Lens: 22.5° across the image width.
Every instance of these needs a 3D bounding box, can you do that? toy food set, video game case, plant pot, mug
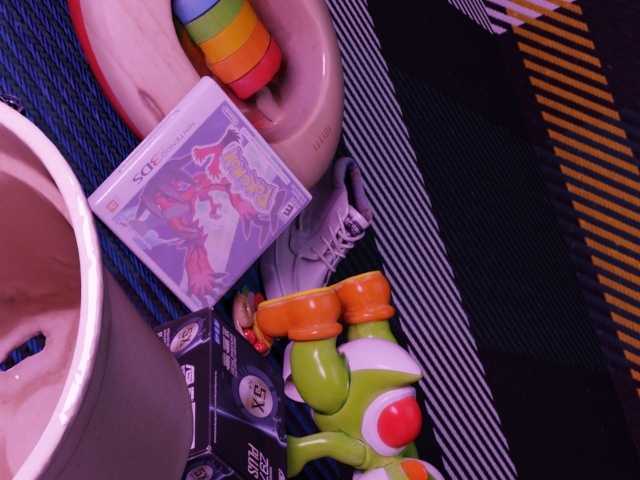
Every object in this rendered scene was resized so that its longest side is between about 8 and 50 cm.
[{"bbox_3d":[-0.076,0.093,1.853,0.083,0.020,0.082,64,21,-8],"label":"toy food set"},{"bbox_3d":[-0.123,-0.042,1.689,0.023,0.183,0.201,33,-13,50],"label":"video game case"},{"bbox_3d":[-0.240,0.105,1.099,0.305,0.334,0.333,49,26,-62],"label":"plant pot"},{"bbox_3d":[-0.012,0.151,1.896,0.078,0.062,0.064,38,25,-33],"label":"mug"}]

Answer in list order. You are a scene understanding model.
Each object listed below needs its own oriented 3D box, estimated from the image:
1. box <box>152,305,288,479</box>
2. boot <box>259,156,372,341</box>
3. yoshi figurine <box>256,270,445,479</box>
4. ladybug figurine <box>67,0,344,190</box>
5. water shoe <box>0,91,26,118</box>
[{"bbox_3d":[-0.103,0.183,1.619,0.147,0.078,0.180,49,28,-41],"label":"box"},{"bbox_3d":[0.000,0.000,1.981,0.095,0.123,0.258,47,29,-42],"label":"boot"},{"bbox_3d":[0.036,0.231,1.793,0.203,0.204,0.362,43,30,-84],"label":"yoshi figurine"},{"bbox_3d":[-0.139,-0.232,1.760,0.305,0.162,0.449,-54,129,-33],"label":"ladybug figurine"},{"bbox_3d":[-0.303,-0.117,1.437,0.203,0.080,0.073,60,22,-19],"label":"water shoe"}]
